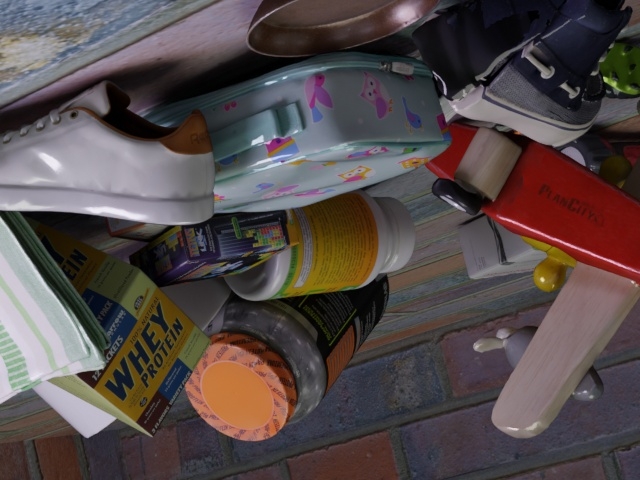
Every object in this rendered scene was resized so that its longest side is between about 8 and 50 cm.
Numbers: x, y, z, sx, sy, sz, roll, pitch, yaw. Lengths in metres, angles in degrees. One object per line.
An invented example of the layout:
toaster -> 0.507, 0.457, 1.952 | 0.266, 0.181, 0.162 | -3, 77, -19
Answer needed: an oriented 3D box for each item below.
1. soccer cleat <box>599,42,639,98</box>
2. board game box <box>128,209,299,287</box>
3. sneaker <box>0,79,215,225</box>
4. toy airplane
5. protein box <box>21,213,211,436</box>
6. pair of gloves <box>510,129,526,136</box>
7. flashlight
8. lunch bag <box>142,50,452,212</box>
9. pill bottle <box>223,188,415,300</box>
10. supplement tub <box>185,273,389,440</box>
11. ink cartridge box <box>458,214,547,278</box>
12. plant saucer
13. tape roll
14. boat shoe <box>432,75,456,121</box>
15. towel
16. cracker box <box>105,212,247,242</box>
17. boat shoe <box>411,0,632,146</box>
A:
soccer cleat -> 0.283, -0.179, 1.694 | 0.178, 0.060, 0.072 | -3, 176, -20
board game box -> -0.124, 0.011, 1.806 | 0.141, 0.048, 0.170 | -11, 172, -28
sneaker -> -0.236, -0.090, 1.425 | 0.290, 0.123, 0.106 | 4, -164, 4
toy airplane -> 0.337, -0.002, 1.779 | 0.386, 0.384, 0.272 | -18, 159, 16
protein box -> -0.269, 0.095, 1.790 | 0.199, 0.136, 0.201 | 23, 164, 29
pair of gloves -> 0.278, -0.140, 2.000 | 0.083, 0.010, 0.074 | -20, 168, 33
flashlight -> 0.432, -0.101, 2.163 | 0.304, 0.103, 0.103 | -3, 162, -41
lunch bag -> -0.028, -0.103, 1.506 | 0.279, 0.108, 0.224 | -17, 170, 34
pill bottle -> 0.000, 0.000, 2.025 | 0.245, 0.136, 0.136 | -5, 166, -40
supplement tub -> -0.047, 0.121, 2.133 | 0.193, 0.194, 0.316 | -21, -163, 35
ink cartridge box -> 0.350, -0.015, 2.524 | 0.160, 0.093, 0.219 | -6, 167, -35
plant saucer -> 0.017, -0.196, 1.309 | 0.168, 0.029, 0.168 | -14, 169, -3
tape roll -> -0.243, 0.120, 2.051 | 0.286, 0.100, 0.286 | -44, -172, 8
boat shoe -> 0.112, -0.150, 1.598 | 0.063, 0.066, 0.184 | 14, 156, -39
towel -> -0.383, 0.069, 1.655 | 0.325, 0.248, 0.038 | -23, -164, 42
cracker box -> -0.109, -0.060, 1.759 | 0.232, 0.067, 0.155 | -16, 171, 16
boat shoe -> 0.227, -0.178, 1.430 | 0.158, 0.127, 0.340 | -32, 168, 26
